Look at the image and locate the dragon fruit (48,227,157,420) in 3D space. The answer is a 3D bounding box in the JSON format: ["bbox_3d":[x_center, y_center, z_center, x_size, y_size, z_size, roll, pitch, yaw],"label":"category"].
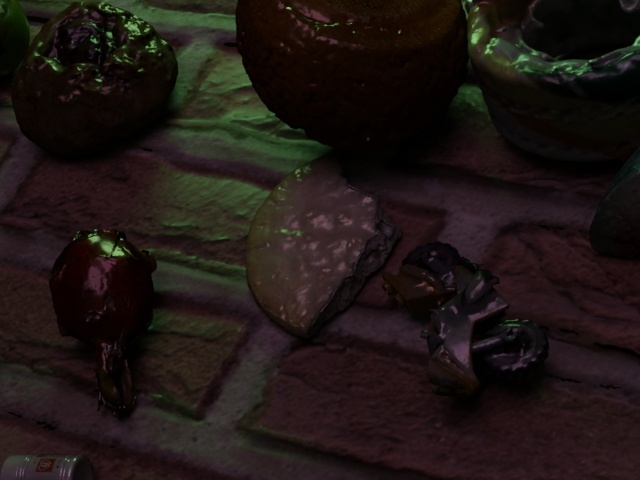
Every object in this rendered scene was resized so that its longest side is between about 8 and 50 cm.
[{"bbox_3d":[-0.246,0.093,1.761,0.125,0.125,0.246,-7,66,-3],"label":"dragon fruit"}]

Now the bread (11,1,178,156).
[{"bbox_3d":[-0.306,-0.221,2.023,0.230,0.123,0.230,-12,48,14],"label":"bread"}]

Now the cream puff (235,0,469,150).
[{"bbox_3d":[0.034,-0.233,1.842,0.303,0.212,0.303,10,43,-10],"label":"cream puff"}]

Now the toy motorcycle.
[{"bbox_3d":[0.137,0.086,1.626,0.129,0.094,0.229,-36,44,-8],"label":"toy motorcycle"}]

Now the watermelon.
[{"bbox_3d":[0.459,-0.057,1.621,0.320,0.214,0.289,-34,-4,43],"label":"watermelon"}]

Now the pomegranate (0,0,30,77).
[{"bbox_3d":[-0.510,-0.283,2.133,0.220,0.156,0.156,-24,47,13],"label":"pomegranate"}]

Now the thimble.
[{"bbox_3d":[0.307,-0.221,1.764,0.288,0.167,0.254,9,56,26],"label":"thimble"}]

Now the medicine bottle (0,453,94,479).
[{"bbox_3d":[-0.298,0.262,1.664,0.089,0.057,0.057,-3,51,19],"label":"medicine bottle"}]

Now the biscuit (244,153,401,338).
[{"bbox_3d":[0.000,0.000,1.782,0.188,0.040,0.265,-11,49,14],"label":"biscuit"}]
